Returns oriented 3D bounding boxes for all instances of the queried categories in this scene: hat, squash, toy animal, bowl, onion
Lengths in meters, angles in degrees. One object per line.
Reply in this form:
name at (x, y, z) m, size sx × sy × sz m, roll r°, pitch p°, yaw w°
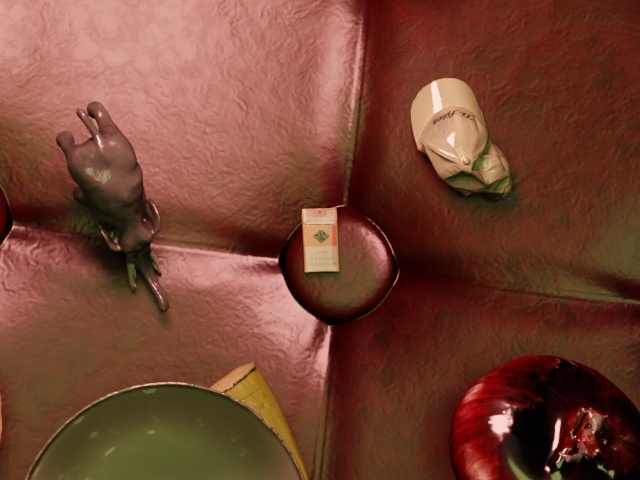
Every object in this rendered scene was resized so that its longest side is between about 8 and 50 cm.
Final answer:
hat at (0.190, -0.138, 1.747) m, size 0.122 × 0.081 × 0.166 m, roll -5°, pitch 72°, yaw -11°
squash at (-0.069, 0.269, 1.645) m, size 0.094 × 0.094 × 0.224 m, roll -29°, pitch 92°, yaw -11°
toy animal at (-0.253, -0.046, 1.648) m, size 0.082 × 0.137 × 0.269 m, roll -25°, pitch 126°, yaw -13°
bowl at (-0.183, 0.332, 1.576) m, size 0.337 × 0.157 × 0.337 m, roll 0°, pitch 87°, yaw -7°
onion at (0.297, 0.254, 1.604) m, size 0.273 × 0.285 × 0.273 m, roll 8°, pitch 59°, yaw -13°

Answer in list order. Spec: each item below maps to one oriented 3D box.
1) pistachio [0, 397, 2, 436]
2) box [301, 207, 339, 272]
pistachio at (-0.452, 0.198, 1.581) m, size 0.144 × 0.144 × 0.215 m, roll -17°, pitch 90°, yaw -10°
box at (0.000, 0.000, 1.728) m, size 0.046 × 0.012 × 0.083 m, roll -2°, pitch 83°, yaw -6°
